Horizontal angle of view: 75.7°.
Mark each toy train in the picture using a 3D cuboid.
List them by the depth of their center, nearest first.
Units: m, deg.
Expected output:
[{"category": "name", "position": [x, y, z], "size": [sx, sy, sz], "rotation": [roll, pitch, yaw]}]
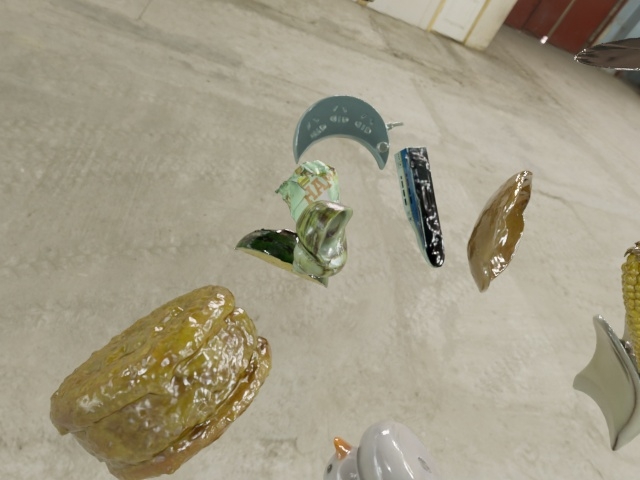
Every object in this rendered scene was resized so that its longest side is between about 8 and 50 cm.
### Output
[{"category": "toy train", "position": [0.193, -0.061, 0.796], "size": [0.052, 0.051, 0.234], "rotation": [-9, 88, -24]}]

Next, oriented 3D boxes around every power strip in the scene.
[{"category": "power strip", "position": [0.055, -0.206, 0.789], "size": [0.215, 0.137, 0.044], "rotation": [0, 8, -8]}]

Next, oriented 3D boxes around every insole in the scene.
[{"category": "insole", "position": [0.326, -0.178, 0.373], "size": [0.253, 0.005, 0.086], "rotation": [-22, 41, -23]}]

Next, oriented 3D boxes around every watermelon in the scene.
[{"category": "watermelon", "position": [-0.102, 0.049, 1.185], "size": [0.301, 0.129, 0.123], "rotation": [23, 44, -3]}]

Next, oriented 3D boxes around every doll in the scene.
[{"category": "doll", "position": [0.118, 0.483, 0.801], "size": [0.221, 0.221, 0.251], "rotation": [-25, 68, -44]}]

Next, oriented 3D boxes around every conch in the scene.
[{"category": "conch", "position": [-0.003, 0.000, 0.920], "size": [0.124, 0.182, 0.187], "rotation": [16, 6, 20]}]

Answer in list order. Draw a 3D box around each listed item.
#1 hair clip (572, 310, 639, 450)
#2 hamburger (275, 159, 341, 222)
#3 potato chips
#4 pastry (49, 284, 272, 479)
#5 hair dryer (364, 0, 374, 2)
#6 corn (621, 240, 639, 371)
[{"category": "hair clip", "position": [0.586, 0.235, 0.791], "size": [0.113, 0.282, 0.172], "rotation": [-8, 24, 9]}, {"category": "hamburger", "position": [-0.041, -0.168, 1.439], "size": [0.235, 0.214, 0.125], "rotation": [-5, 14, 27]}, {"category": "potato chips", "position": [0.274, -0.016, 0.648], "size": [0.061, 0.195, 0.208], "rotation": [23, 76, 30]}, {"category": "pastry", "position": [-0.141, 0.123, 0.390], "size": [0.103, 0.188, 0.189], "rotation": [59, 40, -13]}, {"category": "hair dryer", "position": [0.122, -0.367, 0.412], "size": [0.135, 0.279, 0.090], "rotation": [44, 6, 3]}, {"category": "corn", "position": [0.482, 0.145, 0.556], "size": [0.106, 0.106, 0.305], "rotation": [-23, 101, -43]}]
